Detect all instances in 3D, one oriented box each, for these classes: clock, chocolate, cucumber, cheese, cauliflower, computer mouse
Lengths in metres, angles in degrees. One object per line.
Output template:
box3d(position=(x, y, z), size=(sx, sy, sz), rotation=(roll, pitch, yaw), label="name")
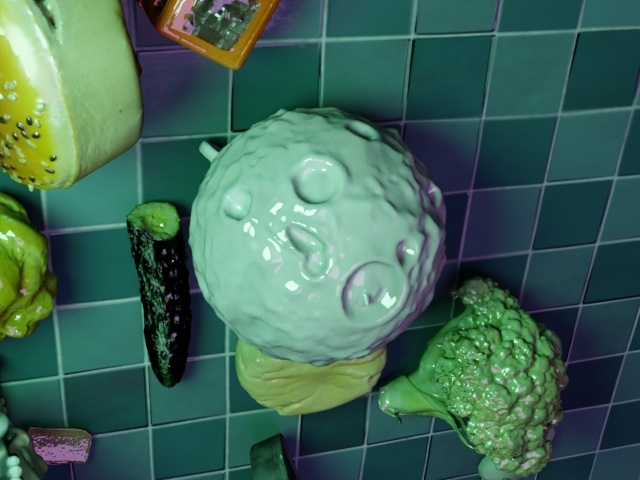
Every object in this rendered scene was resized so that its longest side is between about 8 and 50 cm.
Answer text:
box3d(position=(-0.049, 0.450, 1.476), size=(0.055, 0.280, 0.280), rotation=(-17, 125, -1), label="clock")
box3d(position=(-0.402, 0.307, 1.408), size=(0.101, 0.031, 0.064), rotation=(3, 109, -21), label="chocolate")
box3d(position=(-0.220, 0.085, 1.306), size=(0.072, 0.081, 0.303), rotation=(17, 130, 21), label="cucumber")
box3d(position=(-0.014, 0.176, 1.419), size=(0.226, 0.117, 0.214), rotation=(-28, 130, 6), label="cheese")
box3d(position=(0.266, 0.215, 1.486), size=(0.260, 0.281, 0.327), rotation=(-9, 94, -29), label="cauliflower")
box3d(position=(0.376, 0.399, 1.730), size=(0.089, 0.056, 0.181), rotation=(27, 109, -36), label="computer mouse")

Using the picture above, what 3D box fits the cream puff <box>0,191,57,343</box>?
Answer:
box3d(position=(-0.423, 0.058, 1.161), size=(0.221, 0.194, 0.194), rotation=(-36, 126, 10), label="cream puff")

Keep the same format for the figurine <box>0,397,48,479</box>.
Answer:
box3d(position=(-0.466, 0.324, 1.205), size=(0.211, 0.361, 0.253), rotation=(-27, 130, -15), label="figurine")

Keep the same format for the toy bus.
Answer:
box3d(position=(-0.069, -0.365, 1.025), size=(0.143, 0.153, 0.329), rotation=(24, 111, -29), label="toy bus")

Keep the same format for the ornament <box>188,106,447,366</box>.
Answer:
box3d(position=(0.000, 0.000, 1.186), size=(0.337, 0.337, 0.337), rotation=(-9, 124, -14), label="ornament")

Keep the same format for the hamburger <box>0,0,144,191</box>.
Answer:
box3d(position=(-0.308, -0.199, 0.971), size=(0.176, 0.300, 0.300), rotation=(-20, 127, -26), label="hamburger")
